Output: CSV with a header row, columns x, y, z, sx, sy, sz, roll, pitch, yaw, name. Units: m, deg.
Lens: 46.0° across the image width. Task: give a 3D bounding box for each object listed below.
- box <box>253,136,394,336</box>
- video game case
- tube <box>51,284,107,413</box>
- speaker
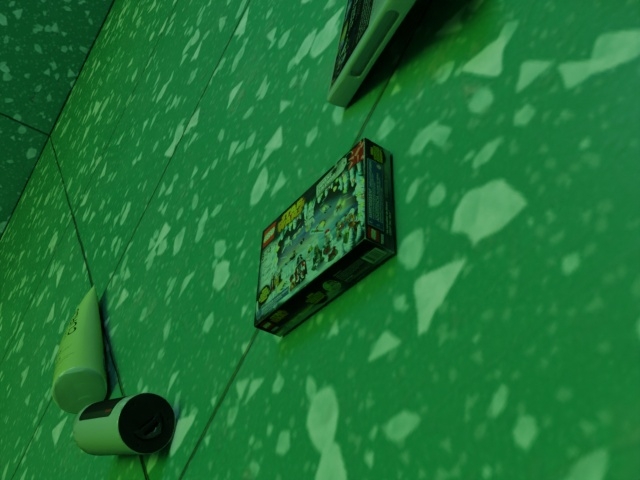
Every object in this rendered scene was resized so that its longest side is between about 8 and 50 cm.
x,y,z,sx,sy,sz,roll,pitch,yaw,name
0.000,0.000,0.554,0.137,0.027,0.094,-40,35,40,box
0.056,-0.228,0.602,0.173,0.022,0.190,131,153,-61,video game case
-0.308,0.137,0.962,0.070,0.062,0.240,-24,22,-8,tube
-0.188,0.176,0.715,0.136,0.055,0.055,-23,49,53,speaker
